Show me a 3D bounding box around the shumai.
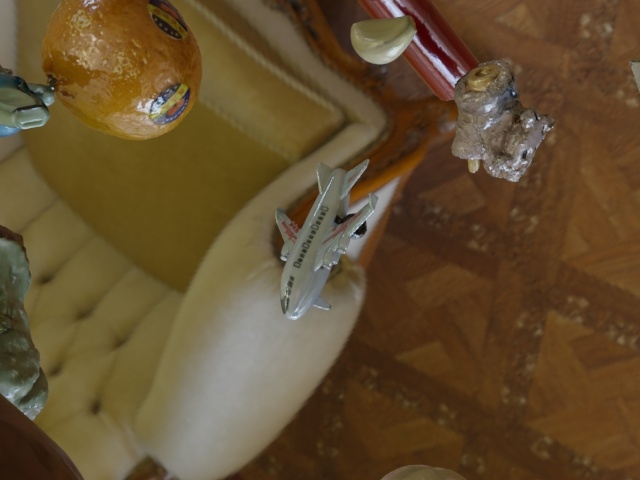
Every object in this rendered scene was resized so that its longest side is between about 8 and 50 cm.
[{"bbox_3d":[-0.503,0.104,1.796,0.309,0.263,0.304,16,160,-5],"label":"shumai"}]

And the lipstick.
[{"bbox_3d":[0.096,-0.266,1.509,0.073,0.073,0.280,3,151,41],"label":"lipstick"}]

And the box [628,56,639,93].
[{"bbox_3d":[0.425,-0.150,1.286,0.081,0.199,0.135,-119,9,-81],"label":"box"}]

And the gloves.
[{"bbox_3d":[0.207,-0.133,1.485,0.094,0.110,0.144,21,163,49],"label":"gloves"}]

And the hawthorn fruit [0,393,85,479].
[{"bbox_3d":[-0.264,0.238,0.837,0.325,0.308,0.308,11,123,40],"label":"hawthorn fruit"}]

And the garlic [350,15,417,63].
[{"bbox_3d":[0.067,-0.221,1.429,0.083,0.053,0.041,-6,146,35],"label":"garlic"}]

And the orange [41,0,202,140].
[{"bbox_3d":[-0.207,-0.188,1.354,0.177,0.155,0.177,46,177,3],"label":"orange"}]

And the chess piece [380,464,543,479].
[{"bbox_3d":[0.187,0.248,1.067,0.397,0.117,0.117,-12,108,58],"label":"chess piece"}]

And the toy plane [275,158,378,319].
[{"bbox_3d":[0.000,0.000,1.283,0.066,0.171,0.162,22,163,-32],"label":"toy plane"}]

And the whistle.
[{"bbox_3d":[-0.325,-0.137,1.276,0.236,0.114,0.077,26,124,53],"label":"whistle"}]
